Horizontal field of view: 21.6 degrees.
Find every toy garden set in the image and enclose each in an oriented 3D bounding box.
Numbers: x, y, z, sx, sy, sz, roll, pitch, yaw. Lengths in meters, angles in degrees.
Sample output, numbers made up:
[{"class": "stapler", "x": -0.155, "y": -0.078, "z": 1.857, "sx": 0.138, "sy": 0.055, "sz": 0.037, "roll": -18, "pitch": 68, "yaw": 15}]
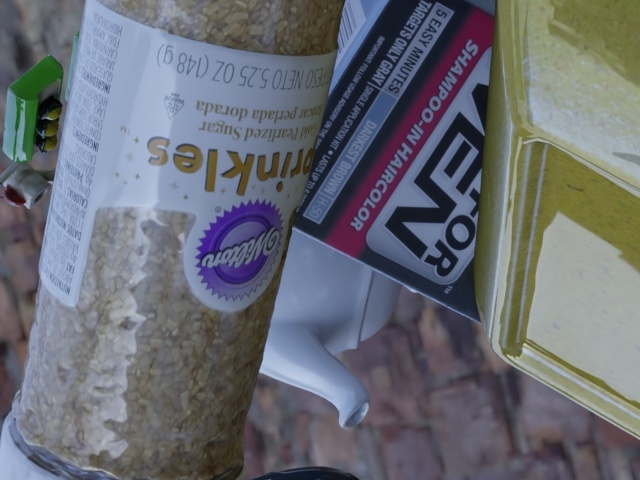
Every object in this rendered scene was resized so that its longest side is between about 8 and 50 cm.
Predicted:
[{"class": "toy garden set", "x": -0.192, "y": -0.089, "z": 1.314, "sx": 0.049, "sy": 0.244, "sz": 0.204, "roll": 43, "pitch": 155, "yaw": 7}]

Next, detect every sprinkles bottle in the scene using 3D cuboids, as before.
[{"class": "sprinkles bottle", "x": -0.067, "y": -0.021, "z": 0.782, "sx": 0.121, "sy": 0.121, "sz": 0.355, "roll": -64, "pitch": -13, "yaw": -71}]

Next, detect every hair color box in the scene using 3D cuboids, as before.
[{"class": "hair color box", "x": 0.163, "y": -0.032, "z": 1.117, "sx": 0.374, "sy": 0.185, "sz": 0.113, "roll": 27, "pitch": -159, "yaw": -15}]

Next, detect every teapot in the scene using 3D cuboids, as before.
[{"class": "teapot", "x": 0.000, "y": 0.000, "z": 1.406, "sx": 0.252, "sy": 0.187, "sz": 0.256, "roll": -50, "pitch": -27, "yaw": -84}]

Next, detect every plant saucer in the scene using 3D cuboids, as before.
[{"class": "plant saucer", "x": 0.198, "y": 0.032, "z": 0.738, "sx": 0.081, "sy": 0.333, "sz": 0.332, "roll": -54, "pitch": -18, "yaw": -20}]

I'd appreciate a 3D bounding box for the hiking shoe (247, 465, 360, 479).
[{"class": "hiking shoe", "x": -0.091, "y": 0.265, "z": 1.439, "sx": 0.113, "sy": 0.304, "sz": 0.132, "roll": 61, "pitch": -167, "yaw": -6}]
